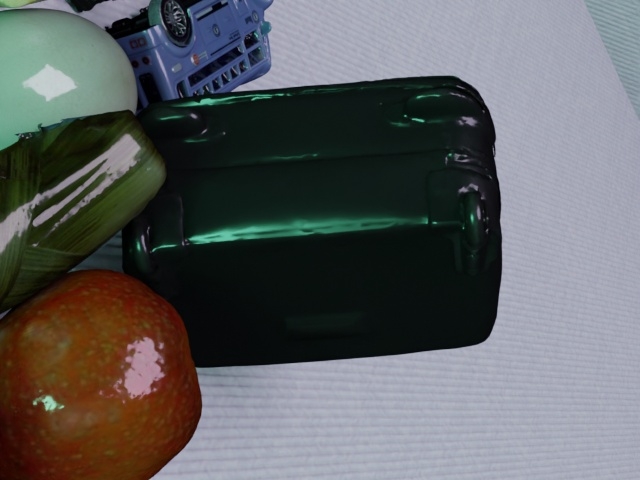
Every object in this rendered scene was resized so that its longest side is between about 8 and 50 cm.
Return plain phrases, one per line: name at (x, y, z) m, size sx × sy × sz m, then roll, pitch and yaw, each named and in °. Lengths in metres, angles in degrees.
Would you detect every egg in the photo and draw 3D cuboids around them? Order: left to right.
egg at (-0.249, -0.122, 1.230) m, size 0.209 × 0.151 × 0.151 m, roll -10°, pitch 84°, yaw -52°

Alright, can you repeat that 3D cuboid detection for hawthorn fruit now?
hawthorn fruit at (-0.211, 0.120, 1.156) m, size 0.226 × 0.197 × 0.196 m, roll -12°, pitch 86°, yaw -38°

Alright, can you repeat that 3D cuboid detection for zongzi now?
zongzi at (-0.224, -0.011, 1.073) m, size 0.112 × 0.221 × 0.242 m, roll 58°, pitch 4°, yaw -12°

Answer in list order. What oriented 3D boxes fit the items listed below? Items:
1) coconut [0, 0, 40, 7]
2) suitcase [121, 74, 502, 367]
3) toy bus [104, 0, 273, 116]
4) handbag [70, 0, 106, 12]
coconut at (-0.253, -0.298, 1.184) m, size 0.237 × 0.197 × 0.236 m, roll 44°, pitch 29°, yaw -32°
suitcase at (0.000, 0.000, 1.361) m, size 0.339 × 0.345 × 0.188 m, roll 79°, pitch 6°, yaw -61°
toy bus at (-0.140, -0.202, 1.505) m, size 0.292 × 0.126 × 0.133 m, roll -45°, pitch 119°, yaw -58°
handbag at (-0.222, -0.473, 1.476) m, size 0.316 × 0.180 × 0.416 m, roll 57°, pitch 26°, yaw -45°
